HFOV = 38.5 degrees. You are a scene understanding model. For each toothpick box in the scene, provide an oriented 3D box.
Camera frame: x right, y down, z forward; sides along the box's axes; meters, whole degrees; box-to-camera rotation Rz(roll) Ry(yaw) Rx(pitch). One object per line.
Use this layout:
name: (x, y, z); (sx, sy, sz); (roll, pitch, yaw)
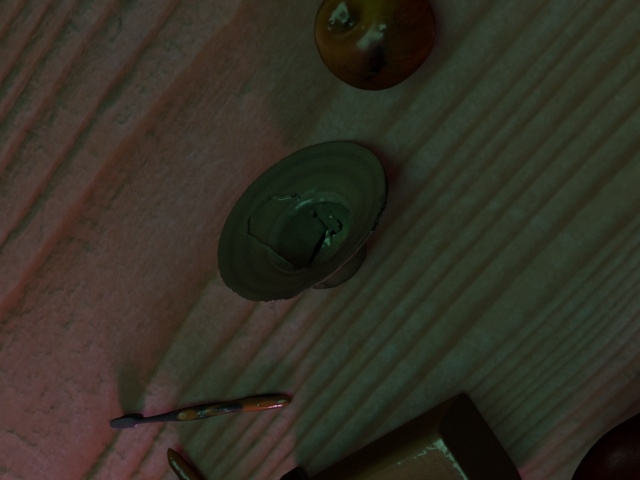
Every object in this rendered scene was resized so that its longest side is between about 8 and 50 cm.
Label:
toothpick box: (0.086, 0.346, 1.191); (0.308, 0.187, 0.190); (-36, 85, 23)

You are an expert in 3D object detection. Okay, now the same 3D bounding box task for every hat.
hat: (0.000, 0.000, 1.177); (0.252, 0.252, 0.110); (-15, 137, 27)

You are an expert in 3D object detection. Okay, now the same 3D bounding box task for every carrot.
carrot: (-0.179, 0.396, 1.403); (0.037, 0.037, 0.190); (-38, 82, 27)

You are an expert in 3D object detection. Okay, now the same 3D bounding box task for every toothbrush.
toothbrush: (-0.185, 0.257, 1.374); (0.321, 0.031, 0.023); (-12, 98, 27)

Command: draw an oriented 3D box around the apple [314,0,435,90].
apple: (0.063, -0.247, 1.086); (0.146, 0.146, 0.146); (6, 104, 24)

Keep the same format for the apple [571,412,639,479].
apple: (0.410, 0.296, 0.944); (0.288, 0.317, 0.288); (17, 120, 33)
